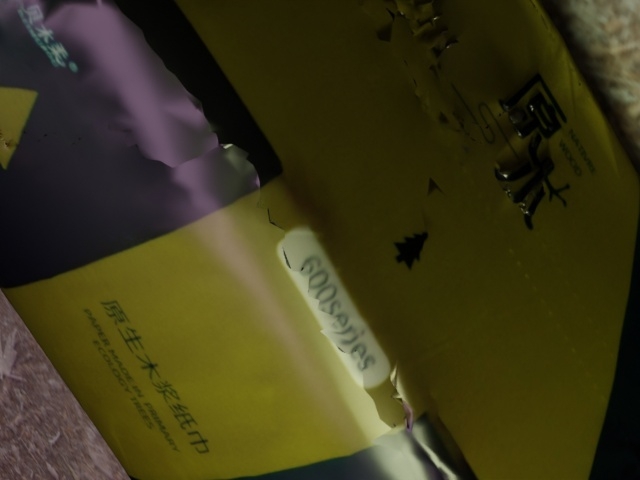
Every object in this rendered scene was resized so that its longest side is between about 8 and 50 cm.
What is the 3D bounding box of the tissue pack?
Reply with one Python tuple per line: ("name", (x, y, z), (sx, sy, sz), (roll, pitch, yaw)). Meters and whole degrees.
("tissue pack", (0.000, 0.000, 0.735), (0.253, 0.264, 0.416), (-20, 106, 50))
